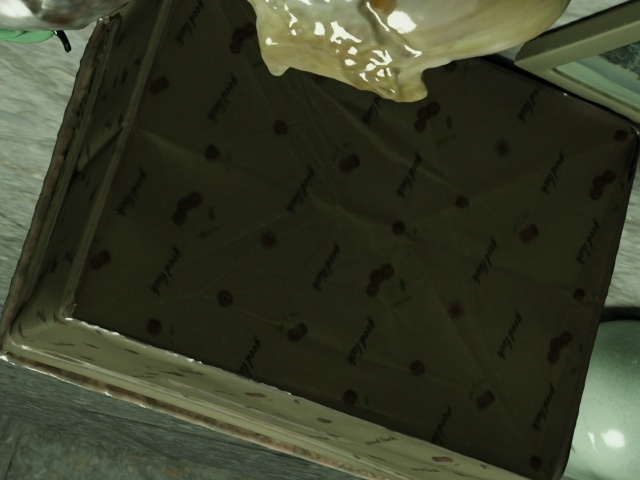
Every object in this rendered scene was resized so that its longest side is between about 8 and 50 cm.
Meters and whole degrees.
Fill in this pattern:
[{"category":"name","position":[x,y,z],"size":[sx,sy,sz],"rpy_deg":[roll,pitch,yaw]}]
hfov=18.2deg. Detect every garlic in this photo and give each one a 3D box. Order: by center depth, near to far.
[{"category":"garlic","position":[0.028,-0.136,0.876],"size":[0.174,0.099,0.124],"rpy_deg":[12,147,5]}]

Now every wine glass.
[{"category":"wine glass","position":[0.263,0.118,1.483],"size":[0.143,0.143,0.321],"rpy_deg":[23,168,-21]}]

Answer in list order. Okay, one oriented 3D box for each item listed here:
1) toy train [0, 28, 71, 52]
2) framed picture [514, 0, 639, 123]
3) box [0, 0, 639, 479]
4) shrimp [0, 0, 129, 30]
[{"category":"toy train","position":[-0.224,-0.210,0.759],"size":[0.253,0.160,0.397],"rpy_deg":[18,169,27]},{"category":"framed picture","position":[0.271,-0.058,1.017],"size":[0.289,0.016,0.213],"rpy_deg":[23,165,-21]},{"category":"box","position":[0.000,0.000,1.138],"size":[0.297,0.225,0.190],"rpy_deg":[20,167,-18]},{"category":"shrimp","position":[0.001,-0.159,0.603],"size":[0.343,0.145,0.116],"rpy_deg":[-23,130,23]}]
